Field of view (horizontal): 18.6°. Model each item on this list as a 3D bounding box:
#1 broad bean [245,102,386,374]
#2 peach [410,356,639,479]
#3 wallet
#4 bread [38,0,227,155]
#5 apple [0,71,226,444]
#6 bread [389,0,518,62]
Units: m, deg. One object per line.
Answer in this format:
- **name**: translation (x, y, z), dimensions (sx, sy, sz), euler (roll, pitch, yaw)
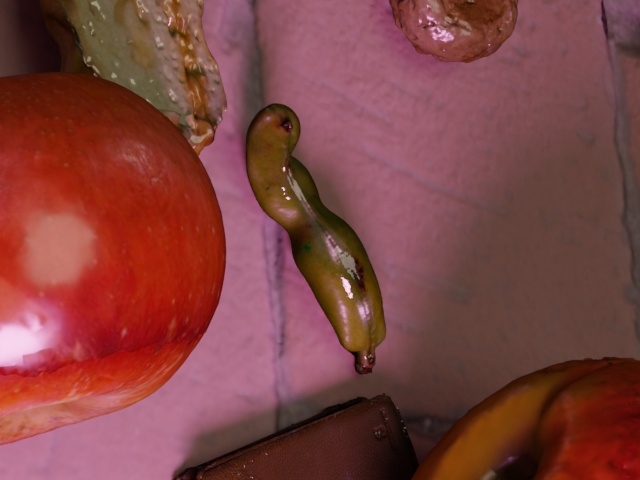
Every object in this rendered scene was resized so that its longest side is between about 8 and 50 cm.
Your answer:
- **broad bean**: translation (0.000, 0.000, 1.384), dimensions (0.048, 0.070, 0.214), euler (-33, 109, -24)
- **peach**: translation (0.209, 0.266, 1.325), dimensions (0.372, 0.289, 0.373), euler (11, 74, -42)
- **wallet**: translation (-0.008, 0.180, 1.342), dimensions (0.198, 0.031, 0.110), euler (-18, 89, -43)
- **bread**: translation (-0.140, -0.156, 1.298), dimensions (0.128, 0.088, 0.232), euler (-2, 72, -50)
- **apple**: translation (-0.185, 0.007, 1.096), dimensions (0.271, 0.251, 0.206), euler (-9, 82, -30)
- **bread**: translation (0.103, -0.177, 1.525), dimensions (0.113, 0.060, 0.082), euler (-3, 78, -39)
